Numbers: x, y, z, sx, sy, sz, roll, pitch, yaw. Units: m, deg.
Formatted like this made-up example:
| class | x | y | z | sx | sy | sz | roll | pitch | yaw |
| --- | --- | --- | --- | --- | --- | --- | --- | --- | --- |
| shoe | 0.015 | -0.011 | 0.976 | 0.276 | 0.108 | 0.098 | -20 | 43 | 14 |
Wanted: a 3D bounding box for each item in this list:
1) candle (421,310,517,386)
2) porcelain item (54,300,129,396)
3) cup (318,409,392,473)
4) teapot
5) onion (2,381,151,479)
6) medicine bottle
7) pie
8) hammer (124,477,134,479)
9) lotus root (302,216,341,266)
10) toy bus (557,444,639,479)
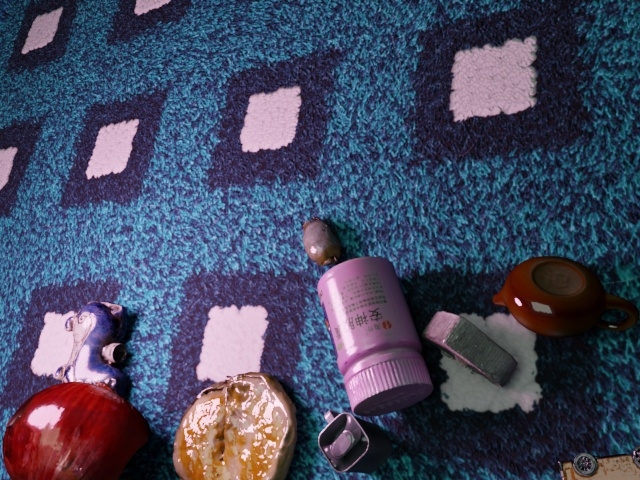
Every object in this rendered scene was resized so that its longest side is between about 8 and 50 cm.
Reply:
| class | x | y | z | sx | sy | sz | roll | pitch | yaw |
| --- | --- | --- | --- | --- | --- | --- | --- | --- | --- |
| candle | 0.274 | 0.199 | 1.229 | 0.192 | 0.168 | 0.068 | 30 | 81 | 36 |
| porcelain item | -0.605 | 0.309 | 1.759 | 0.186 | 0.138 | 0.288 | 1 | 71 | 22 |
| cup | 0.062 | 0.400 | 1.294 | 0.095 | 0.129 | 0.128 | -46 | 53 | 6 |
| teapot | 0.450 | 0.120 | 1.188 | 0.252 | 0.135 | 0.178 | 14 | 46 | 18 |
| onion | -0.596 | 0.492 | 1.540 | 0.341 | 0.341 | 0.341 | -13 | 63 | 27 |
| medicine bottle | 0.109 | 0.196 | 1.325 | 0.178 | 0.178 | 0.291 | -27 | 57 | 20 |
| pie | -0.193 | 0.456 | 1.469 | 0.339 | 0.077 | 0.339 | -12 | 63 | 24 |
| hammer | -0.521 | 0.724 | 1.544 | 0.201 | 0.113 | 0.305 | 10 | 70 | 32 |
| lotus root | 0.000 | -0.002 | 1.546 | 0.088 | 0.088 | 0.165 | -37 | 45 | 13 |
| toy bus | 0.503 | 0.396 | 1.037 | 0.201 | 0.098 | 0.114 | -17 | 62 | 26 |
